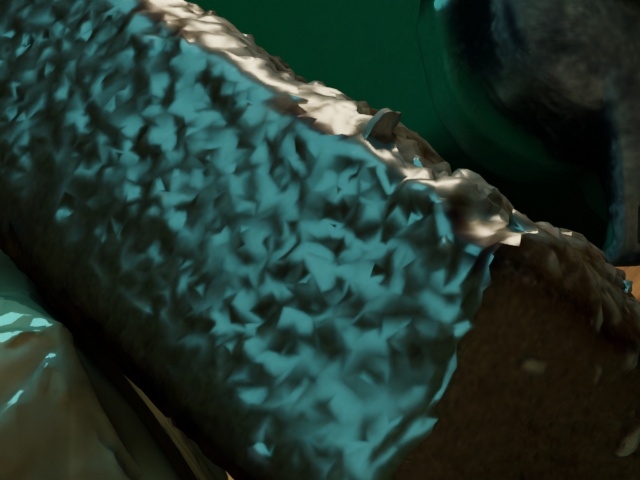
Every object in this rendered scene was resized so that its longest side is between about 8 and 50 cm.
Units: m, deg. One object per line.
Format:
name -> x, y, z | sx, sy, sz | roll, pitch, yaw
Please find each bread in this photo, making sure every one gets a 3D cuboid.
bread -> -0.041, -0.014, 0.630 | 0.113, 0.165, 0.416 | -50, 45, -3

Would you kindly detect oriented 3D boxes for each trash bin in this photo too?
trash bin -> 0.085, -0.083, 0.813 | 0.259, 0.295, 0.381 | -4, -18, -26

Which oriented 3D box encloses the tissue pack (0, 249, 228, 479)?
tissue pack -> -0.176, 0.152, 0.743 | 0.297, 0.207, 0.380 | -34, 9, -5
